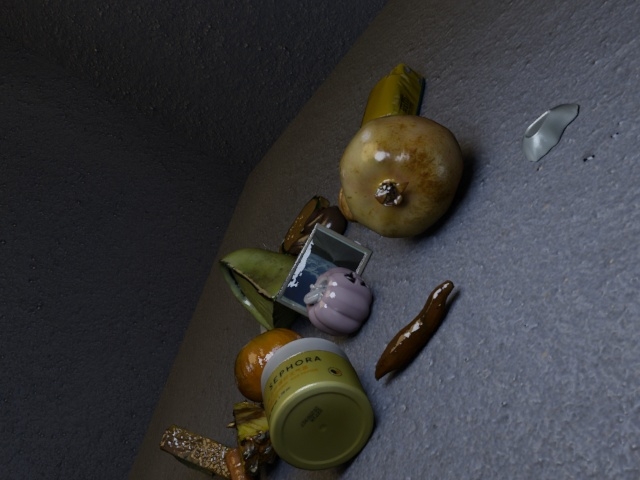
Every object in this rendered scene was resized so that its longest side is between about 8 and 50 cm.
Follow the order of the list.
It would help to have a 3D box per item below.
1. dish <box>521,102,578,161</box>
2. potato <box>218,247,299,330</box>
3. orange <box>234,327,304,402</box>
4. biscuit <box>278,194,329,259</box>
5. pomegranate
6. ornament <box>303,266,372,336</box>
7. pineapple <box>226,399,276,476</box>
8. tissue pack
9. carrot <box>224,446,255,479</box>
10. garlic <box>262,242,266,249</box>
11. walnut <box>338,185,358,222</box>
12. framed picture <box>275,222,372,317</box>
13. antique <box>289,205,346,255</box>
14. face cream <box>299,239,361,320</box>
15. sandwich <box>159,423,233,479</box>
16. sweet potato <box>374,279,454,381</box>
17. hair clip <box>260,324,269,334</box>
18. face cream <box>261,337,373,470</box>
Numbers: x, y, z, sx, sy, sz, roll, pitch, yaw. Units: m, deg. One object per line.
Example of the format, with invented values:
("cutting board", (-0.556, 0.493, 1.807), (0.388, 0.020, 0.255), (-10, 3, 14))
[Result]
("dish", (0.449, -0.227, 1.022), (0.137, 0.039, 0.091), (-52, 20, 28))
("potato", (-0.168, 0.117, 1.663), (0.213, 0.280, 0.330), (-42, -23, -24))
("orange", (-0.141, 0.347, 1.435), (0.240, 0.171, 0.240), (-37, -13, -10))
("biscuit", (-0.080, -0.025, 2.052), (0.344, 0.057, 0.287), (-56, 19, 14))
("pomegranate", (0.187, -0.155, 1.211), (0.319, 0.319, 0.319), (-50, 22, 28))
("ornament", (0.041, 0.156, 1.328), (0.177, 0.177, 0.177), (-50, 22, 28))
("pineapple", (-0.157, 0.537, 1.382), (0.334, 0.158, 0.161), (167, 90, -71))
("tissue pack", (0.236, -0.443, 1.725), (0.192, 0.134, 0.271), (-36, 31, 50))
("carrot", (-0.205, 0.660, 1.383), (0.072, 0.072, 0.205), (-57, 34, 11))
("garlic", (-0.199, 0.116, 1.996), (0.207, 0.207, 0.257), (-34, 35, 53))
("walnut", (0.126, -0.139, 1.572), (0.180, 0.144, 0.144), (-63, 19, 7))
("framed picture", (0.011, 0.101, 1.455), (0.260, 0.189, 0.023), (-62, 2, -7))
("antique", (0.000, 0.000, 1.732), (0.143, 0.121, 0.257), (2, 57, 59))
("face cream", (0.031, 0.120, 1.538), (0.283, 0.073, 0.073), (-55, 20, 17))
("sandwich", (-0.345, 0.692, 1.620), (0.254, 0.288, 0.100), (72, -143, -51))
("sweet potato", (0.195, 0.192, 1.051), (0.265, 0.057, 0.057), (-52, 20, 12))
("hair clip", (-0.202, 0.371, 1.783), (0.159, 0.071, 0.218), (-55, 13, 33))
("face cream", (-0.012, 0.349, 1.100), (0.218, 0.218, 0.179), (-57, 20, 9))
